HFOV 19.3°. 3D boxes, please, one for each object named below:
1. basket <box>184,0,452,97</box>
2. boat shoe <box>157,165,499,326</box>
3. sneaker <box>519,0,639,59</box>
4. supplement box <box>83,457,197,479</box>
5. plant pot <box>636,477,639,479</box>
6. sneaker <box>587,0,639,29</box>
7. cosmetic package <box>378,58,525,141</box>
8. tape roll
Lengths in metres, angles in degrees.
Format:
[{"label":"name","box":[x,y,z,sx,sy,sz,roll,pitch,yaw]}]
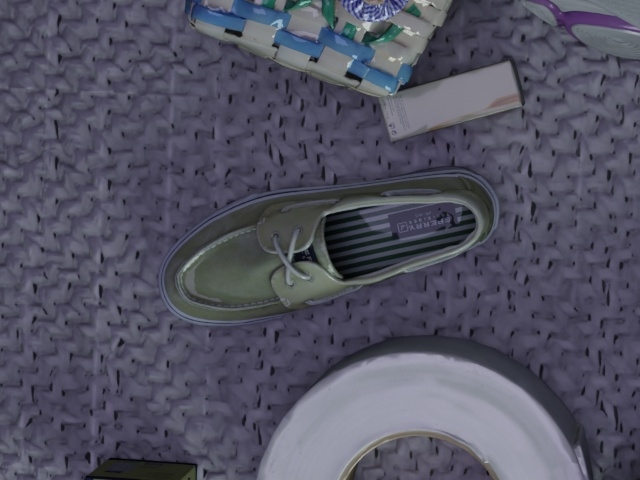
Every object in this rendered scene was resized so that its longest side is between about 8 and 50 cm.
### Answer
[{"label":"basket","box":[0.031,-0.270,1.490,0.254,0.201,0.289,19,92,-5]},{"label":"boat shoe","box":[0.000,0.000,1.578,0.302,0.094,0.109,-17,92,10]},{"label":"sneaker","box":[0.308,-0.223,1.515,0.305,0.114,0.152,4,82,5]},{"label":"supplement box","box":[-0.156,0.227,1.631,0.083,0.083,0.056,3,96,9]},{"label":"plant pot","box":[0.302,0.272,1.527,0.237,0.110,0.237,-4,101,-19]},{"label":"sneaker","box":[0.234,-0.251,1.368,0.295,0.104,0.147,25,71,-33]},{"label":"cosmetic package","box":[0.111,-0.117,1.568,0.115,0.060,0.041,-15,94,12]},{"label":"tape roll","box":[0.090,0.224,1.583,0.286,0.100,0.286,1,95,9]}]
